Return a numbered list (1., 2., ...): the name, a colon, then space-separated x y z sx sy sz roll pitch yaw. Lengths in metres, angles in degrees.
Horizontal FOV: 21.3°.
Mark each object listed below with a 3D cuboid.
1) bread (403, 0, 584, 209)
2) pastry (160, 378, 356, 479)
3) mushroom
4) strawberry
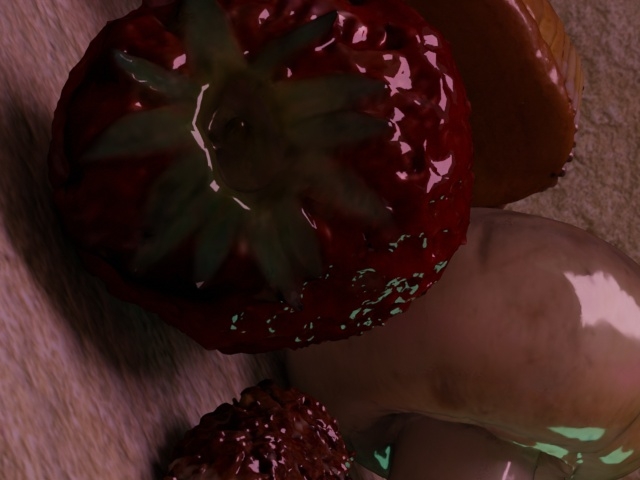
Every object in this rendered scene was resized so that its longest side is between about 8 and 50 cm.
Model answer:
1. bread: 0.106 -0.157 1.491 0.288 0.204 0.156 58 28 -28
2. pastry: -0.041 0.162 1.135 0.115 0.097 0.208 59 14 -7
3. mushroom: 0.124 0.119 1.471 0.353 0.353 0.325 -97 174 -59
4. strawberry: -0.037 -0.056 1.193 0.291 0.292 0.310 63 0 -6
